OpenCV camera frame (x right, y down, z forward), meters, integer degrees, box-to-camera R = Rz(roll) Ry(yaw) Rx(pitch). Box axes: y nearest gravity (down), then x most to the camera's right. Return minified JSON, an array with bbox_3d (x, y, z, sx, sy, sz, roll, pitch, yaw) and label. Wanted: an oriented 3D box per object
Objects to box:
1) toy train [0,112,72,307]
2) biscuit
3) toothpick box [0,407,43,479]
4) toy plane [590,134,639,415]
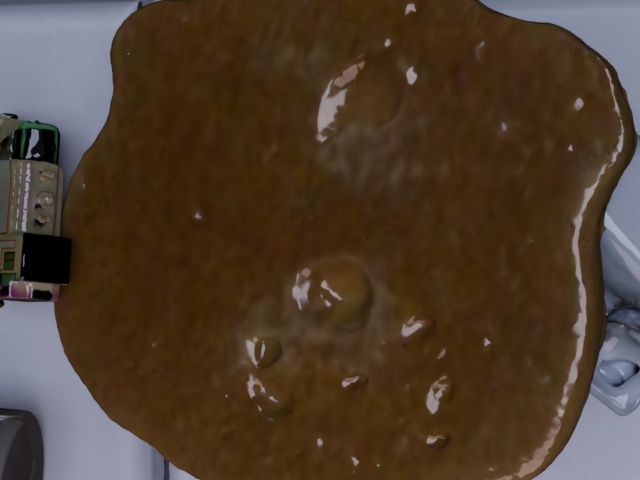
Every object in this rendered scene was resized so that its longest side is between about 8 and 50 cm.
[{"bbox_3d":[-0.210,-0.022,0.875,0.087,0.050,0.138,-4,82,41],"label":"toy train"},{"bbox_3d":[0.001,0.000,0.833,0.385,0.062,0.365,14,97,23],"label":"biscuit"},{"bbox_3d":[-0.293,0.165,0.881,0.180,0.111,0.111,4,93,5],"label":"toothpick box"},{"bbox_3d":[0.214,-0.004,0.845,0.244,0.117,0.245,1,82,-8],"label":"toy plane"}]
